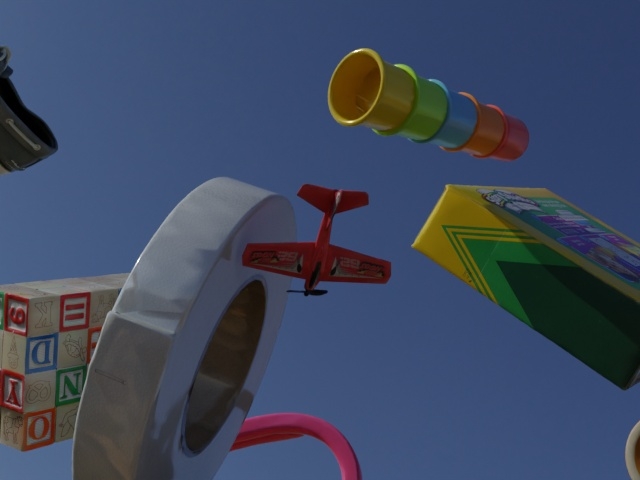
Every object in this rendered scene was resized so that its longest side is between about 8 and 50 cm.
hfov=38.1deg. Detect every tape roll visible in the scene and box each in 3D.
[{"bbox_3d":[-0.131,0.122,0.998,0.072,0.392,0.392,20,-34,12],"label":"tape roll"}]

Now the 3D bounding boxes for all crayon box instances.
[{"bbox_3d":[0.343,0.044,1.241,0.313,0.363,0.106,35,-71,27],"label":"crayon box"}]

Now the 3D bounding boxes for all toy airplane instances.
[{"bbox_3d":[0.000,0.000,0.896,0.151,0.028,0.151,-2,-48,-2],"label":"toy airplane"}]

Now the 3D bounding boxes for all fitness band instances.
[{"bbox_3d":[-0.085,0.351,1.299,0.291,0.209,0.054,-13,-36,5],"label":"fitness band"}]

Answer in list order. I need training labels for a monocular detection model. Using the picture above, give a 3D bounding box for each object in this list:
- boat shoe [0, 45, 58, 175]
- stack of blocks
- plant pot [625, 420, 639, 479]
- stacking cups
[{"bbox_3d":[-0.466,-0.243,1.298,0.099,0.116,0.319,-12,-59,8],"label":"boat shoe"},{"bbox_3d":[-0.261,0.133,1.129,0.087,0.171,0.297,9,8,36],"label":"stack of blocks"},{"bbox_3d":[0.523,0.304,1.297,0.205,0.205,0.188,-15,-18,37],"label":"plant pot"},{"bbox_3d":[0.150,-0.155,1.194,0.096,0.096,0.316,-20,-23,41],"label":"stacking cups"}]
